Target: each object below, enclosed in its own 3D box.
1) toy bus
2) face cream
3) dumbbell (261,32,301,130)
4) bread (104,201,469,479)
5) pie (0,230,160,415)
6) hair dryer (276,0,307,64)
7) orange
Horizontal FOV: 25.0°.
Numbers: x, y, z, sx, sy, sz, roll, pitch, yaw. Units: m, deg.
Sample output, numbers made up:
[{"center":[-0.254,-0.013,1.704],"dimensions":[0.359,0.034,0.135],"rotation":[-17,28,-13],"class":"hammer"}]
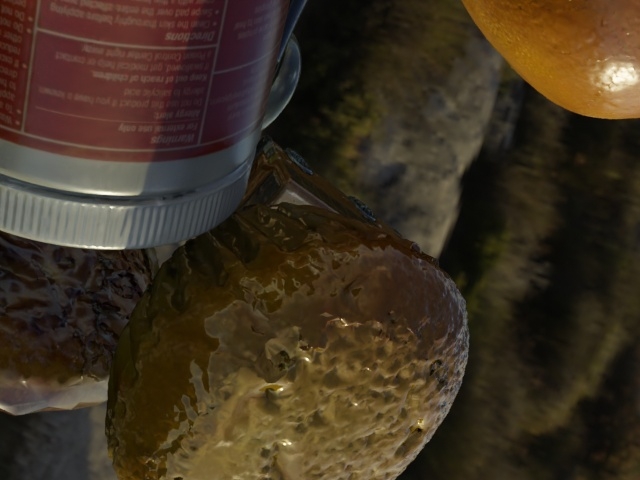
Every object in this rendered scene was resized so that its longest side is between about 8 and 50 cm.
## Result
[{"center":[0.000,0.000,1.272],"dimensions":[0.182,0.103,0.091],"rotation":[35,105,-32],"class":"toy bus"},{"center":[-0.120,-0.124,0.786],"dimensions":[0.201,0.201,0.187],"rotation":[-29,140,-49],"class":"face cream"},{"center":[-0.169,-0.250,1.510],"dimensions":[0.406,0.179,0.179],"rotation":[45,68,-44],"class":"dumbbell"},{"center":[-0.022,0.078,0.871],"dimensions":[0.240,0.139,0.240],"rotation":[-16,137,-16],"class":"bread"},{"center":[-0.219,-0.013,0.985],"dimensions":[0.308,0.085,0.308],"rotation":[25,51,-36],"class":"pie"},{"center":[-0.062,-0.292,1.183],"dimensions":[0.272,0.091,0.235],"rotation":[35,72,-57],"class":"hair dryer"},{"center":[0.218,-0.216,1.068],"dimensions":[0.261,0.261,0.261],"rotation":[-37,137,-44],"class":"orange"}]
